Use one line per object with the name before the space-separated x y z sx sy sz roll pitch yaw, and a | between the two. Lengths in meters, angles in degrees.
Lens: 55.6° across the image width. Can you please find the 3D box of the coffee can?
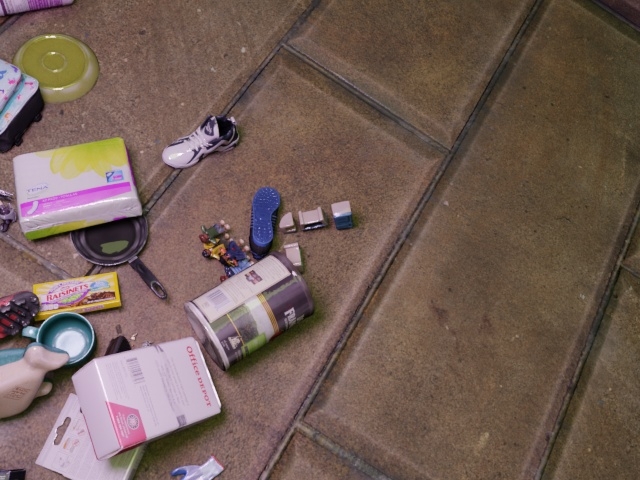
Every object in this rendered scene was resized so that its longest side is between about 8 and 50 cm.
coffee can | -0.184 0.179 1.575 0.276 0.201 0.201 -31 80 -21

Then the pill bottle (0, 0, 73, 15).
pill bottle | -0.888 -0.745 1.751 0.302 0.169 0.169 -19 76 -20

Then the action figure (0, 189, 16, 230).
action figure | -0.887 -0.038 1.539 0.186 0.099 0.284 3 66 -5

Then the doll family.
doll family | -0.266 0.038 1.672 0.193 0.076 0.111 43 47 9

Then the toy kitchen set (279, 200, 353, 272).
toy kitchen set | 0.000 0.000 1.752 0.207 0.122 0.165 -12 73 3

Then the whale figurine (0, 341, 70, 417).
whale figurine | -0.707 0.295 1.388 0.272 0.216 0.141 -35 54 14

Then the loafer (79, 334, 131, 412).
loafer | -0.533 0.330 1.488 0.079 0.080 0.219 -1 50 13

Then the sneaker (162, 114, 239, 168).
sneaker | -0.338 -0.294 1.732 0.235 0.153 0.094 -17 74 -19

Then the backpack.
backpack | -0.909 -0.387 1.614 0.254 0.191 0.225 25 67 1

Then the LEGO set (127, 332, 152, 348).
LEGO set | -0.461 0.275 1.567 0.083 0.023 0.054 29 67 -3

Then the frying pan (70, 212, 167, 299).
frying pan | -0.510 0.007 1.635 0.326 0.053 0.197 29 66 -2

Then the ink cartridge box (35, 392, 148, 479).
ink cartridge box | -0.539 0.493 1.467 0.225 0.056 0.180 16 67 12

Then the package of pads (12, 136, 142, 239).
package of pads | -0.642 -0.146 1.599 0.297 0.101 0.229 -14 60 -14

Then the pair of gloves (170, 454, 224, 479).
pair of gloves | -0.283 0.628 1.485 0.159 0.023 0.198 -35 83 -23

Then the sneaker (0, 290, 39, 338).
sneaker | -0.804 0.190 1.447 0.276 0.097 0.135 -34 48 -5

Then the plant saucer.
plant saucer | -0.772 -0.512 1.767 0.241 0.037 0.240 4 70 -13

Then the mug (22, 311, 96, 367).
mug | -0.630 0.240 1.497 0.158 0.097 0.129 43 67 5

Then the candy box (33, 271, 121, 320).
candy box | -0.623 0.141 1.554 0.206 0.027 0.105 -9 46 -17

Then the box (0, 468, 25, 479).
box | -0.715 0.583 1.320 0.093 0.156 0.158 3 70 -12

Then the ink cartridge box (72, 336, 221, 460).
ink cartridge box | -0.402 0.363 1.428 0.283 0.117 0.207 -5 66 -51

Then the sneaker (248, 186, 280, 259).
sneaker | -0.167 -0.051 1.735 0.082 0.090 0.232 13 47 -8
